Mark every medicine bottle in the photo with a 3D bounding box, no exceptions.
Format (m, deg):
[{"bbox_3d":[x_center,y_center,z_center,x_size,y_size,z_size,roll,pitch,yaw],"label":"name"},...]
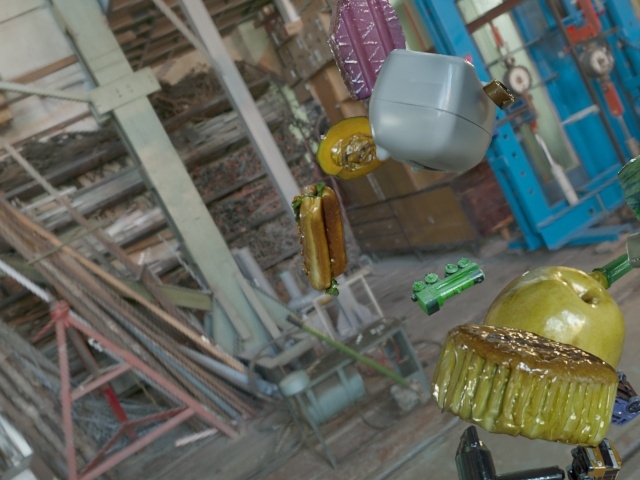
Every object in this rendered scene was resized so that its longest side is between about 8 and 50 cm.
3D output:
[{"bbox_3d":[0.847,0.135,2.080,0.309,0.076,0.111,-31,49,-9],"label":"medicine bottle"}]

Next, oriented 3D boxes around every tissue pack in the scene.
[{"bbox_3d":[0.253,-0.267,1.489,0.230,0.235,0.333,16,6,29],"label":"tissue pack"}]

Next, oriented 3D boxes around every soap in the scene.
[{"bbox_3d":[0.115,-0.525,1.732,0.182,0.289,0.112,-25,17,-6],"label":"soap"}]

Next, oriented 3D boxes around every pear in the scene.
[{"bbox_3d":[0.495,0.210,1.460,0.315,0.314,0.314,-27,7,3],"label":"pear"}]

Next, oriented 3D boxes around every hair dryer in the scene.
[{"bbox_3d":[0.558,0.669,1.991,0.303,0.244,0.116,-11,-34,8],"label":"hair dryer"}]

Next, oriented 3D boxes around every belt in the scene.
[{"bbox_3d":[0.365,-0.297,1.362,0.036,0.059,0.083,-41,-27,24],"label":"belt"}]

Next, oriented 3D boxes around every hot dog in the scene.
[{"bbox_3d":[0.000,0.000,0.942,0.055,0.188,0.072,23,48,31],"label":"hot dog"}]

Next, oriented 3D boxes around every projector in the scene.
[{"bbox_3d":[0.753,0.017,1.518,0.083,0.083,0.082,-6,-7,0],"label":"projector"}]

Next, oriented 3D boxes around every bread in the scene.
[{"bbox_3d":[0.297,0.209,0.993,0.254,0.142,0.227,16,5,-19],"label":"bread"}]

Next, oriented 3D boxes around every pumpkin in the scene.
[{"bbox_3d":[0.123,-0.288,1.917,0.279,0.163,0.111,-37,-33,14],"label":"pumpkin"}]

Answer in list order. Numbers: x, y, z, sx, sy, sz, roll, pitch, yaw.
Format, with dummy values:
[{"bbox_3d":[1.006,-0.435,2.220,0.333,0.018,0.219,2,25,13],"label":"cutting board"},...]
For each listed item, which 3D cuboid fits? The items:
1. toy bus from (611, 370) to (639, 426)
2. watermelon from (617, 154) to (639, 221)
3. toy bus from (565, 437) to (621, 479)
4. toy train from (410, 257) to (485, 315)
[{"bbox_3d":[0.782,0.431,1.923,0.133,0.292,0.125,-56,25,26],"label":"toy bus"},{"bbox_3d":[0.935,-0.093,1.831,0.222,0.319,0.292,12,31,-4],"label":"watermelon"},{"bbox_3d":[0.754,0.634,1.845,0.114,0.200,0.098,-6,42,2],"label":"toy bus"},{"bbox_3d":[0.413,0.145,2.163,0.251,0.085,0.119,-26,33,-9],"label":"toy train"}]
